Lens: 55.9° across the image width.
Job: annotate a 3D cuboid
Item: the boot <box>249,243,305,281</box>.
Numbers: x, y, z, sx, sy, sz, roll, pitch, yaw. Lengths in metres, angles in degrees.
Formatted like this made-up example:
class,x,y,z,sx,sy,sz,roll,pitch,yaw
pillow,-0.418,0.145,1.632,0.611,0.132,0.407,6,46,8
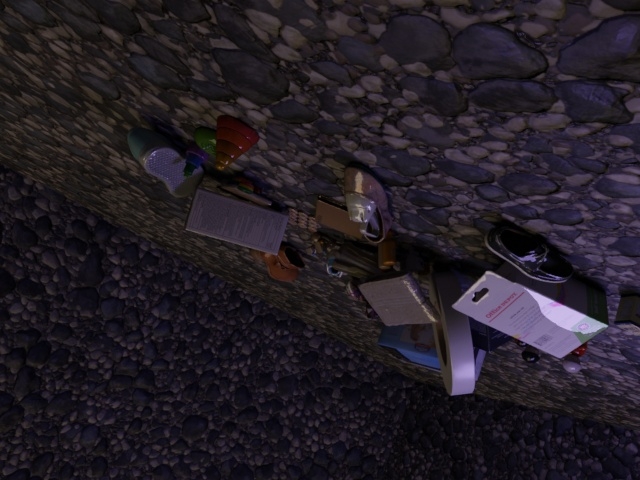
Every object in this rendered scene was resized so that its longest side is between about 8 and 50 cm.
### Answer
class,x,y,z,sx,sy,sz,roll,pitch,yaw
boot,-0.133,0.091,2.505,0.220,0.109,0.283,0,145,44

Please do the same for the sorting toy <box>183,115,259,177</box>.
class,x,y,z,sx,sy,sz,roll,pitch,yaw
sorting toy,-0.302,-0.230,1.657,0.127,0.126,0.365,32,161,-27

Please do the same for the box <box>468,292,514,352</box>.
class,x,y,z,sx,sy,sz,roll,pitch,yaw
box,0.519,0.228,1.814,0.156,0.158,0.093,-18,-163,-32

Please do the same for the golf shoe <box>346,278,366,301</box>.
class,x,y,z,sx,sy,sz,roll,pitch,yaw
golf shoe,0.138,0.205,2.522,0.086,0.067,0.186,17,163,25

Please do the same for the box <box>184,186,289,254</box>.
class,x,y,z,sx,sy,sz,roll,pitch,yaw
box,-0.276,-0.064,1.979,0.311,0.148,0.121,18,-179,-16

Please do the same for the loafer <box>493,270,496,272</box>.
class,x,y,z,sx,sy,sz,roll,pitch,yaw
loafer,0.556,0.116,1.740,0.125,0.039,0.045,10,160,37

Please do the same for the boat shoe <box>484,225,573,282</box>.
class,x,y,z,sx,sy,sz,roll,pitch,yaw
boat shoe,0.516,0.035,1.467,0.233,0.084,0.079,28,164,-4

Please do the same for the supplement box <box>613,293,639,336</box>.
class,x,y,z,sx,sy,sz,roll,pitch,yaw
supplement box,0.817,0.193,1.554,0.083,0.083,0.056,26,163,-10

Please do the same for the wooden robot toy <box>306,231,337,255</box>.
class,x,y,z,sx,sy,sz,roll,pitch,yaw
wooden robot toy,0.000,0.000,2.118,0.079,0.076,0.173,63,155,-6

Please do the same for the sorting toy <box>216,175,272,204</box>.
class,x,y,z,sx,sy,sz,roll,pitch,yaw
sorting toy,-0.229,-0.159,1.892,0.132,0.046,0.274,25,174,-26

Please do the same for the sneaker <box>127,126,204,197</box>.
class,x,y,z,sx,sy,sz,roll,pitch,yaw
sneaker,-0.477,-0.255,1.875,0.150,0.135,0.366,50,176,16

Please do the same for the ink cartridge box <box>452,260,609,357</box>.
class,x,y,z,sx,sy,sz,roll,pitch,yaw
ink cartridge box,0.560,0.163,1.633,0.353,0.119,0.207,25,139,-6

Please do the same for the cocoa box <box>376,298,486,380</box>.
class,x,y,z,sx,sy,sz,roll,pitch,yaw
cocoa box,0.442,0.372,2.346,0.347,0.231,0.228,6,156,45

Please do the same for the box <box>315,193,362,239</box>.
class,x,y,z,sx,sy,sz,roll,pitch,yaw
box,0.063,-0.069,1.853,0.164,0.021,0.201,22,163,4

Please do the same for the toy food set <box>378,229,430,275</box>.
class,x,y,z,sx,sy,sz,roll,pitch,yaw
toy food set,0.250,0.044,1.884,0.232,0.104,0.111,14,160,-43

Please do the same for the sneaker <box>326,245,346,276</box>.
class,x,y,z,sx,sy,sz,roll,pitch,yaw
sneaker,0.062,0.091,2.225,0.087,0.092,0.228,17,164,15

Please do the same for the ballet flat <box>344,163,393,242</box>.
class,x,y,z,sx,sy,sz,roll,pitch,yaw
ballet flat,0.125,-0.080,1.587,0.107,0.106,0.316,14,161,28

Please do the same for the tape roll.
class,x,y,z,sx,sy,sz,roll,pitch,yaw
tape roll,0.408,0.287,1.896,0.072,0.392,0.392,-7,159,4

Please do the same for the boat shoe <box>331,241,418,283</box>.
class,x,y,z,sx,sy,sz,roll,pitch,yaw
boat shoe,0.191,0.087,2.015,0.302,0.103,0.113,18,170,13

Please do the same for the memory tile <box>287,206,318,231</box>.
class,x,y,z,sx,sy,sz,roll,pitch,yaw
memory tile,-0.060,-0.069,2.030,0.113,0.012,0.148,22,164,4

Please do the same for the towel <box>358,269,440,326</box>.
class,x,y,z,sx,sy,sz,roll,pitch,yaw
towel,0.242,0.184,1.885,0.187,0.049,0.282,53,153,-11

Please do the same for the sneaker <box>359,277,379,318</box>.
class,x,y,z,sx,sy,sz,roll,pitch,yaw
sneaker,0.201,0.210,2.285,0.106,0.162,0.281,10,159,38

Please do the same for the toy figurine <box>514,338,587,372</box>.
class,x,y,z,sx,sy,sz,roll,pitch,yaw
toy figurine,0.740,0.322,1.945,0.213,0.148,0.209,11,160,36
